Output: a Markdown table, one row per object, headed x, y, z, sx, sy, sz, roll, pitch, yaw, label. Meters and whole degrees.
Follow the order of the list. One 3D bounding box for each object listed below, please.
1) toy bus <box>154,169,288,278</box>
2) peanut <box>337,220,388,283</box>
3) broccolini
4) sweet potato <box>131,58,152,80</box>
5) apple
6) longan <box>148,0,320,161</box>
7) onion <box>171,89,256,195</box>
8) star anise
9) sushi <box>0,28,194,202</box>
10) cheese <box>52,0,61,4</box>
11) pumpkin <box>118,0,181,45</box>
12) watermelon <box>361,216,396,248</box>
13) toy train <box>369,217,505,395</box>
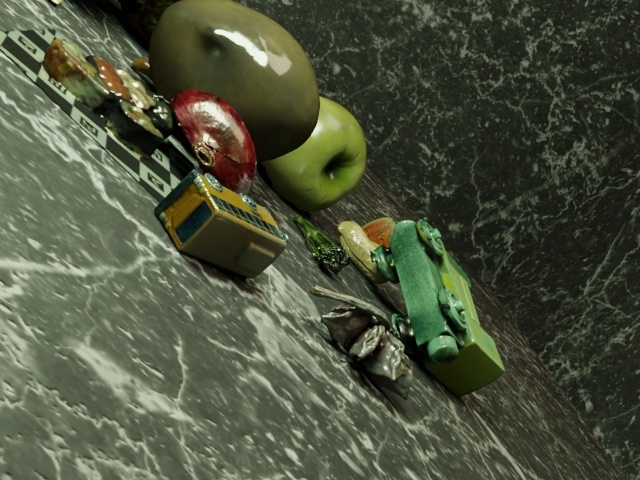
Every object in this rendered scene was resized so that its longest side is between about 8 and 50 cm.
| x | y | z | sx | sy | sz | roll | pitch | yaw | label |
| --- | --- | --- | --- | --- | --- | --- | --- | --- | --- |
| -0.130 | -0.016 | 1.215 | 0.182 | 0.091 | 0.103 | 28 | 23 | -55 | toy bus |
| 0.103 | 0.025 | 2.000 | 0.174 | 0.080 | 0.080 | 49 | 11 | 6 | peanut |
| -0.011 | 0.007 | 1.768 | 0.201 | 0.058 | 0.074 | 35 | -16 | 51 | broccolini |
| -0.247 | -0.266 | 1.761 | 0.314 | 0.066 | 0.072 | 44 | 30 | -20 | sweet potato |
| -0.031 | -0.209 | 1.966 | 0.279 | 0.279 | 0.279 | 44 | 11 | -11 | apple |
| -0.162 | -0.293 | 1.606 | 0.350 | 0.288 | 0.288 | 38 | 11 | -4 | longan |
| -0.165 | -0.161 | 1.437 | 0.151 | 0.098 | 0.206 | -132 | -162 | -79 | onion |
| 0.074 | 0.152 | 1.395 | 0.209 | 0.089 | 0.231 | 45 | -4 | 38 | star anise |
| -0.312 | -0.226 | 1.344 | 0.339 | 0.069 | 0.320 | 45 | 11 | -9 | sushi |
| -0.513 | -0.517 | 1.655 | 0.093 | 0.126 | 0.171 | 38 | -9 | -26 | cheese |
| -0.353 | -0.564 | 1.964 | 0.320 | 0.192 | 0.320 | 53 | -12 | 16 | pumpkin |
| 0.142 | -0.006 | 2.345 | 0.094 | 0.125 | 0.135 | -11 | 21 | -42 | watermelon |
| 0.247 | 0.133 | 1.849 | 0.253 | 0.160 | 0.397 | 43 | 23 | -36 | toy train |
